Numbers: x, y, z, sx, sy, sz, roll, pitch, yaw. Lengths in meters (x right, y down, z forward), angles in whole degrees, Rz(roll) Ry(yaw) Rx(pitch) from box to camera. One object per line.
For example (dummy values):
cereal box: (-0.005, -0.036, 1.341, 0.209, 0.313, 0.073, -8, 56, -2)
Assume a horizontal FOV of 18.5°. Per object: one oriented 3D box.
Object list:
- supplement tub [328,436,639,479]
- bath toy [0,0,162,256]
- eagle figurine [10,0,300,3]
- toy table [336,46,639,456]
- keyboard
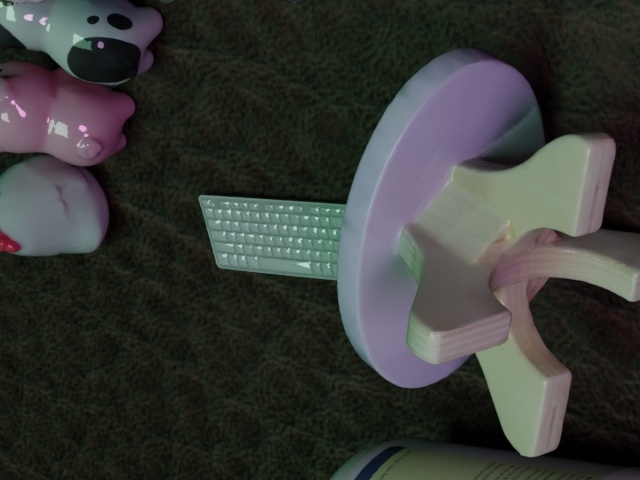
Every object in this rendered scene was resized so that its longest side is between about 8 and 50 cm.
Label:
supplement tub: (0.164, 0.280, 1.491, 0.325, 0.235, 0.235, 3, 112, 40)
bath toy: (-0.242, -0.125, 1.723, 0.151, 0.129, 0.348, 34, 129, 24)
eagle figurine: (-0.107, -0.287, 1.433, 0.298, 0.226, 0.225, -1, 90, 28)
toy table: (0.130, 0.015, 1.414, 0.161, 0.252, 0.274, 38, 143, 43)
keyboard: (0.000, 0.000, 1.654, 0.256, 0.014, 0.072, 5, 113, 39)
